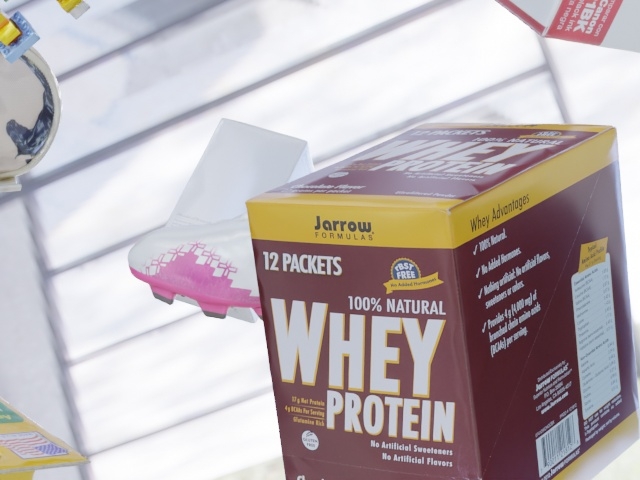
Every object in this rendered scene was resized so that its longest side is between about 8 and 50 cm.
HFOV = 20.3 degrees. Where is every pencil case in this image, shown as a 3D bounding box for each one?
[{"bbox_3d":[-0.447,-0.181,1.979,0.160,0.410,0.183,-21,120,-32],"label":"pencil case"}]

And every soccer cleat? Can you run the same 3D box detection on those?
[{"bbox_3d":[0.000,0.000,1.526,0.116,0.331,0.143,-42,140,-72],"label":"soccer cleat"}]

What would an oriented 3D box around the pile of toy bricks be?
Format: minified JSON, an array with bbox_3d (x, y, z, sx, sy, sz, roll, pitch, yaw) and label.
[{"bbox_3d":[-0.282,-0.238,1.406,0.212,0.118,0.105,53,5,35],"label":"pile of toy bricks"}]

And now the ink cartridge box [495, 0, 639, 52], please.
[{"bbox_3d":[0.248,-0.243,1.486,0.273,0.114,0.197,3,30,-37],"label":"ink cartridge box"}]

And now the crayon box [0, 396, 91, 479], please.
[{"bbox_3d":[-0.330,0.119,1.169,0.203,0.323,0.083,1,109,-46],"label":"crayon box"}]

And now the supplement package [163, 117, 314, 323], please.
[{"bbox_3d":[-0.087,-0.022,1.898,0.105,0.105,0.179,75,35,-58],"label":"supplement package"}]

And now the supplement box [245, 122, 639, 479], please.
[{"bbox_3d":[0.076,0.048,1.004,0.191,0.129,0.194,-26,113,-51],"label":"supplement box"}]
